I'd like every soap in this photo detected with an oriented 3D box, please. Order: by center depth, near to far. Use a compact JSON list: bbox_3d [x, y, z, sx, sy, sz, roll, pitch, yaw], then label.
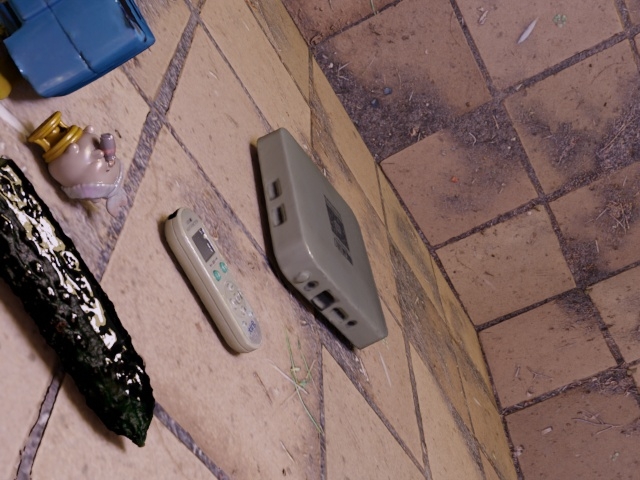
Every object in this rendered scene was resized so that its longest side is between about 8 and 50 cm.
[{"bbox_3d":[-0.338,-0.176,0.808,0.034,0.012,0.089,53,18,-26],"label":"soap"}]

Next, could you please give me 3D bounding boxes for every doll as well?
[{"bbox_3d":[-0.249,-0.085,0.826,0.127,0.084,0.073,48,23,-24],"label":"doll"}]

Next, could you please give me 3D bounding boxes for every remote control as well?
[{"bbox_3d":[-0.146,0.057,1.030,0.221,0.042,0.078,60,16,-12],"label":"remote control"}]

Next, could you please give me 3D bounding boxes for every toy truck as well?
[{"bbox_3d":[-0.338,-0.349,0.814,0.385,0.161,0.162,59,4,-9],"label":"toy truck"}]

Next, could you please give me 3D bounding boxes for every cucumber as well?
[{"bbox_3d":[-0.229,0.064,0.690,0.300,0.072,0.072,61,15,-16],"label":"cucumber"}]

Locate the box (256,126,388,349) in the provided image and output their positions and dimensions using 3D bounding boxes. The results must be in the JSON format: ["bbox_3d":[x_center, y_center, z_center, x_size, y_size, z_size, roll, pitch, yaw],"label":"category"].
[{"bbox_3d":[0.000,0.000,1.529,0.367,0.090,0.373,47,23,-45],"label":"box"}]
